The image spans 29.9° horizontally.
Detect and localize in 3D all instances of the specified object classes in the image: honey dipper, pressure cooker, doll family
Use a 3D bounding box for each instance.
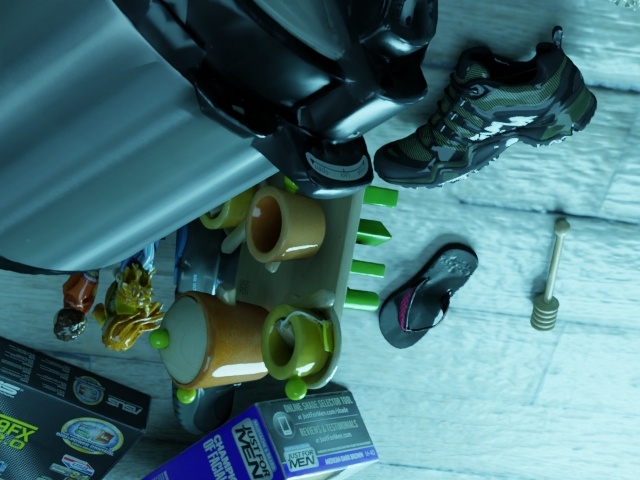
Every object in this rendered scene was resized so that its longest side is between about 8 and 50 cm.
[{"bbox_3d":[0.264,0.039,1.355,0.030,0.030,0.161,3,132,0],"label":"honey dipper"},{"bbox_3d":[-0.118,-0.199,0.859,0.420,0.376,0.370,-28,123,32],"label":"pressure cooker"},{"bbox_3d":[-0.200,0.020,1.263,0.118,0.163,0.263,16,134,-12],"label":"doll family"}]

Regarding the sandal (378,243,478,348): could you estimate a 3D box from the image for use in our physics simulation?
[{"bbox_3d":[0.121,0.073,1.386,0.067,0.040,0.179,20,133,-17],"label":"sandal"}]

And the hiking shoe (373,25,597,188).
[{"bbox_3d":[0.145,-0.131,1.164,0.226,0.086,0.114,-21,115,18],"label":"hiking shoe"}]

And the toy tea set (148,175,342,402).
[{"bbox_3d":[-0.089,-0.005,1.151,0.124,0.336,0.200,5,162,-35],"label":"toy tea set"}]

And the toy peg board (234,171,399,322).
[{"bbox_3d":[0.000,0.000,1.217,0.079,0.161,0.160,10,-178,-40],"label":"toy peg board"}]

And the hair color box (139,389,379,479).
[{"bbox_3d":[-0.112,0.316,1.548,0.339,0.110,0.185,-38,156,33],"label":"hair color box"}]

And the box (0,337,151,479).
[{"bbox_3d":[-0.390,0.233,1.566,0.270,0.060,0.216,26,132,-21],"label":"box"}]

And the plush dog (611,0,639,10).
[{"bbox_3d":[0.375,-0.182,0.981,0.210,0.225,0.262,-34,125,31],"label":"plush dog"}]

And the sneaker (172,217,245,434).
[{"bbox_3d":[-0.100,0.113,1.383,0.139,0.125,0.341,3,138,-5],"label":"sneaker"}]
